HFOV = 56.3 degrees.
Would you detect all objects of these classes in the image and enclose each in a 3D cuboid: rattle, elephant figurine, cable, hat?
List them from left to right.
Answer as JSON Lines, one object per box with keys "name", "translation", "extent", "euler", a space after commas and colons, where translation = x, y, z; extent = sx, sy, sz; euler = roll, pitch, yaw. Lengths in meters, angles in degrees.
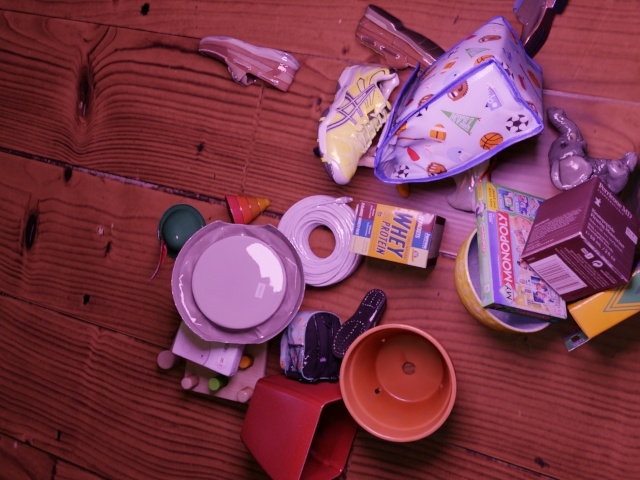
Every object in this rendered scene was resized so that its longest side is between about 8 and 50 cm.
{"name": "hat", "translation": [-0.452, -0.017, 1.794], "extent": [0.173, 0.183, 0.208], "euler": [-36, 79, 14]}
{"name": "cable", "translation": [0.000, 0.000, 1.698], "extent": [0.257, 0.089, 0.257], "euler": [5, 92, 19]}
{"name": "rattle", "translation": [0.138, -0.196, 1.659], "extent": [0.200, 0.142, 0.130], "euler": [-6, 43, 10]}
{"name": "elephant figurine", "translation": [0.628, -0.182, 1.469], "extent": [0.239, 0.169, 0.186], "euler": [26, 64, 20]}

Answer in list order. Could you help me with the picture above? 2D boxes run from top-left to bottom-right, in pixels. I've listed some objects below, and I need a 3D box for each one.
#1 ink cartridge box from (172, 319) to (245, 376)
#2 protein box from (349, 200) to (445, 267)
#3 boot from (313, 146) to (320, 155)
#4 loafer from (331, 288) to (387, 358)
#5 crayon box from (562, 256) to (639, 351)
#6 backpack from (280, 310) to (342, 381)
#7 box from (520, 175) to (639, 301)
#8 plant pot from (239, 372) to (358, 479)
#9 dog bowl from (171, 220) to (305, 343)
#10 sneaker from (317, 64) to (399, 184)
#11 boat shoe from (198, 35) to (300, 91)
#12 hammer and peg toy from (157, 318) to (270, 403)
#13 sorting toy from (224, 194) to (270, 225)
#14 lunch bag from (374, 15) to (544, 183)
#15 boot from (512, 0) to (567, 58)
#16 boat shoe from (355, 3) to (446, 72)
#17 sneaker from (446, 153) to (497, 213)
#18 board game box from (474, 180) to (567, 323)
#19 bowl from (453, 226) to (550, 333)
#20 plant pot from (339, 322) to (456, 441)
{"name": "ink cartridge box", "translation": [-0.295, 0.238, 1.679], "extent": [0.189, 0.066, 0.232], "euler": [19, 97, 17]}
{"name": "protein box", "translation": [0.207, -0.016, 1.569], "extent": [0.200, 0.201, 0.135], "euler": [12, 93, 18]}
{"name": "boot", "translation": [0.041, -0.225, 1.707], "extent": [0.121, 0.045, 0.099], "euler": [-6, 84, 12]}
{"name": "loafer", "translation": [0.118, 0.238, 1.631], "extent": [0.080, 0.078, 0.220], "euler": [30, 75, 41]}
{"name": "crayon box", "translation": [0.697, 0.130, 1.407], "extent": [0.323, 0.203, 0.083], "euler": [-36, 79, 14]}
{"name": "backpack", "translation": [-0.023, 0.287, 1.661], "extent": [0.144, 0.166, 0.188], "euler": [2, 84, 49]}
{"name": "box", "translation": [0.598, -0.001, 1.375], "extent": [0.168, 0.203, 0.167], "euler": [41, 144, -11]}
{"name": "plant pot", "translation": [-0.059, 0.495, 1.636], "extent": [0.236, 0.267, 0.267], "euler": [21, 96, 30]}
{"name": "dog bowl", "translation": [-0.216, 0.115, 1.616], "extent": [0.349, 0.102, 0.348], "euler": [0, 80, -2]}
{"name": "sneaker", "translation": [0.101, -0.318, 1.559], "extent": [0.147, 0.145, 0.384], "euler": [-1, 60, 31]}
{"name": "boat shoe", "translation": [-0.222, -0.518, 1.760], "extent": [0.325, 0.123, 0.116], "euler": [19, 98, 19]}
{"name": "hammer and peg toy", "translation": [-0.327, 0.324, 1.779], "extent": [0.362, 0.127, 0.265], "euler": [9, 92, 18]}
{"name": "sorting toy", "translation": [-0.166, 0.019, 1.762], "extent": [0.126, 0.127, 0.365], "euler": [-20, 86, -13]}
{"name": "lunch bag", "translation": [0.307, -0.316, 1.433], "extent": [0.385, 0.327, 0.239], "euler": [-31, 109, 36]}
{"name": "boot", "translation": [0.537, -0.562, 1.547], "extent": [0.106, 0.082, 0.219], "euler": [41, 107, 36]}
{"name": "boat shoe", "translation": [0.230, -0.514, 1.627], "extent": [0.307, 0.111, 0.104], "euler": [42, 126, 15]}
{"name": "sneaker", "translation": [0.393, -0.203, 1.569], "extent": [0.121, 0.099, 0.262], "euler": [10, 90, 25]}
{"name": "board game box", "translation": [0.477, 0.026, 1.436], "extent": [0.214, 0.046, 0.317], "euler": [14, 63, -20]}
{"name": "bowl", "translation": [0.439, 0.107, 1.501], "extent": [0.289, 0.290, 0.156], "euler": [61, 149, 9]}
{"name": "plant pot", "translation": [0.217, 0.350, 1.562], "extent": [0.291, 0.203, 0.290], "euler": [0, 90, 19]}
